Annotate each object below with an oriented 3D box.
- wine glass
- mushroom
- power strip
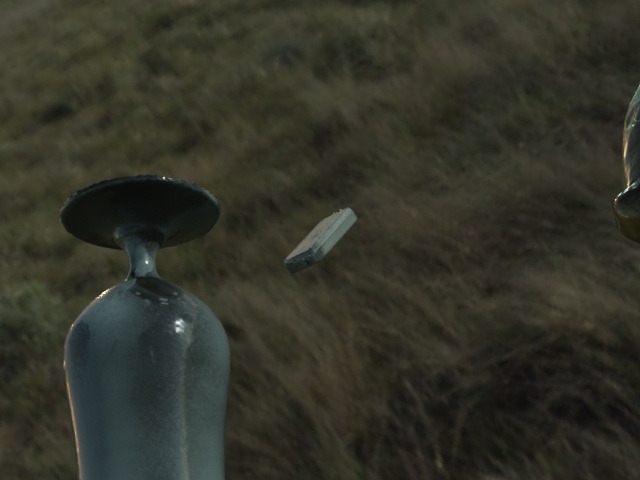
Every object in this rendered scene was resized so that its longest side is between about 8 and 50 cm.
[{"bbox_3d":[-0.102,0.084,0.793,0.103,0.103,0.231,-22,60,29],"label":"wine glass"},{"bbox_3d":[0.381,-0.133,1.437,0.107,0.087,0.333,-15,43,35],"label":"mushroom"},{"bbox_3d":[0.000,0.000,1.221,0.040,0.016,0.090,-25,15,41],"label":"power strip"}]
